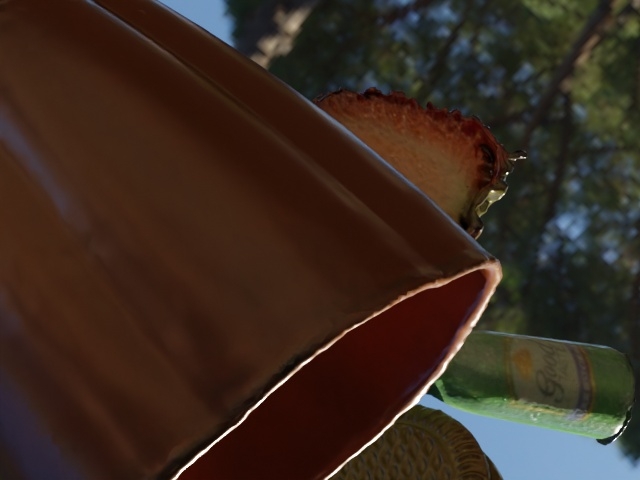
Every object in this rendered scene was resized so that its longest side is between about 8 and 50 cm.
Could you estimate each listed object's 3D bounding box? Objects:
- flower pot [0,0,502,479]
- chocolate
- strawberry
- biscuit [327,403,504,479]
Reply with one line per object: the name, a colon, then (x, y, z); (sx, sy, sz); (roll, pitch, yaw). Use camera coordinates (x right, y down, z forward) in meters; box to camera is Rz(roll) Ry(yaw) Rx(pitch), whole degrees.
flower pot: (-0.060, 0.010, 0.563); (0.173, 0.190, 0.191); (51, -151, 16)
chocolate: (0.192, 0.143, 1.735); (0.291, 0.110, 0.110); (11, -139, -26)
strawberry: (0.074, -0.072, 1.549); (0.208, 0.087, 0.167); (35, -119, -5)
biscuit: (0.073, 0.287, 1.695); (0.259, 0.259, 0.079); (-103, -14, -45)
